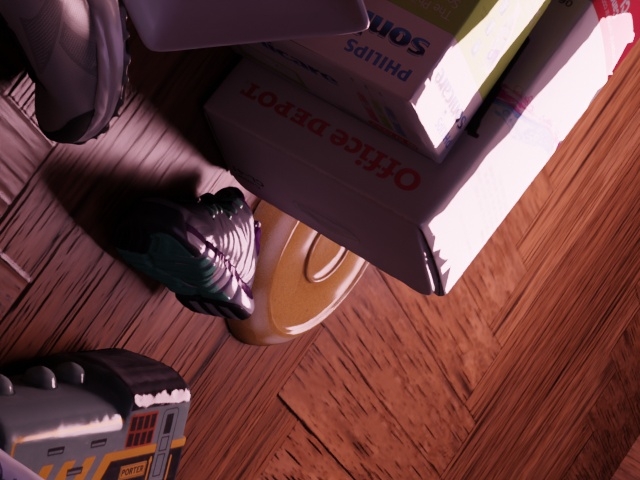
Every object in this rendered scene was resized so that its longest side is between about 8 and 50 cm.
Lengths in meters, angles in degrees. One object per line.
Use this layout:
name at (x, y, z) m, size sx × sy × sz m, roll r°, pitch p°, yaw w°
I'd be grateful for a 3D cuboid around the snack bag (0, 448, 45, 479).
snack bag at (-0.312, 0.267, 1.255) m, size 0.342 × 0.037 × 0.323 m, roll -44°, pitch 132°, yaw 0°

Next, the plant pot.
plant pot at (0.000, 0.000, 1.763) m, size 0.236 × 0.032 × 0.236 m, roll -44°, pitch 152°, yaw -32°

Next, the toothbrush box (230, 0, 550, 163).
toothbrush box at (0.073, -0.236, 1.432) m, size 0.283 × 0.206 × 0.122 m, roll -56°, pitch 156°, yaw -10°

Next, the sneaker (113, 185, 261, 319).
sneaker at (-0.102, -0.012, 1.533) m, size 0.223 × 0.083 × 0.098 m, roll 58°, pitch 44°, yaw -68°

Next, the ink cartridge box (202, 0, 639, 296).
ink cartridge box at (0.089, -0.142, 1.541) m, size 0.306 × 0.226 × 0.131 m, roll -52°, pitch 154°, yaw -18°

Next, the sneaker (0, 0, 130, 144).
sneaker at (-0.176, -0.161, 1.202) m, size 0.108 × 0.100 × 0.271 m, roll -11°, pitch 145°, yaw -14°

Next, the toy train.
toy train at (-0.225, 0.182, 1.434) m, size 0.334 × 0.142 × 0.190 m, roll -1°, pitch 106°, yaw -60°

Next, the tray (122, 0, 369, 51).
tray at (-0.073, -0.214, 1.053) m, size 0.270 × 0.145 × 0.030 m, roll 67°, pitch 28°, yaw -46°
